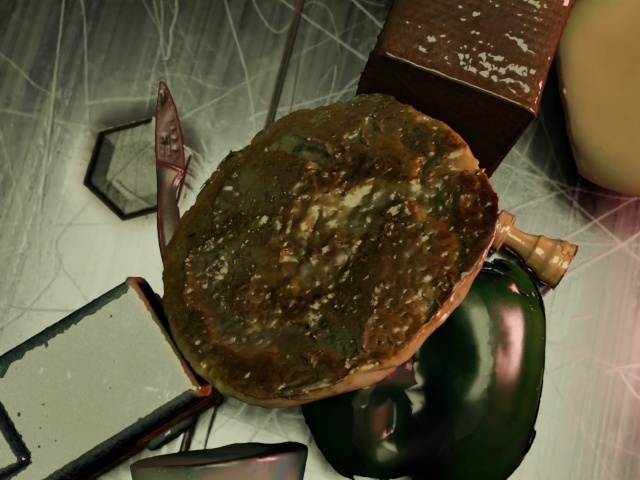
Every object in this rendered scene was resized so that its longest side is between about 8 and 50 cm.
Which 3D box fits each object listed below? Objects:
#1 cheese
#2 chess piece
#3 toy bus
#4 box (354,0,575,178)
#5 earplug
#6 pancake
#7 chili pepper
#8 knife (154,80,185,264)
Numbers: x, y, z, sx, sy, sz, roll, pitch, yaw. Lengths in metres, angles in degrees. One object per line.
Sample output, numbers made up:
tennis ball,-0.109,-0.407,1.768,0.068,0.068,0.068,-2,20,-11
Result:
cheese,0.384,-0.181,1.162,0.233,0.127,0.266,-11,91,34
chess piece,0.213,-0.009,1.205,0.172,0.060,0.060,29,77,7
toy bus,-0.277,0.186,1.064,0.323,0.194,0.162,-31,80,-10
box,0.143,-0.186,1.130,0.184,0.273,0.143,19,77,2
earplug,-0.088,0.378,1.049,0.185,0.185,0.324,-6,84,-4
pancake,-0.001,-0.001,1.012,0.356,0.065,0.356,-10,57,15
chili pepper,0.110,0.137,1.085,0.249,0.233,0.256,4,83,15
knife,-0.178,-0.076,1.221,0.035,0.018,0.247,-4,76,-1
